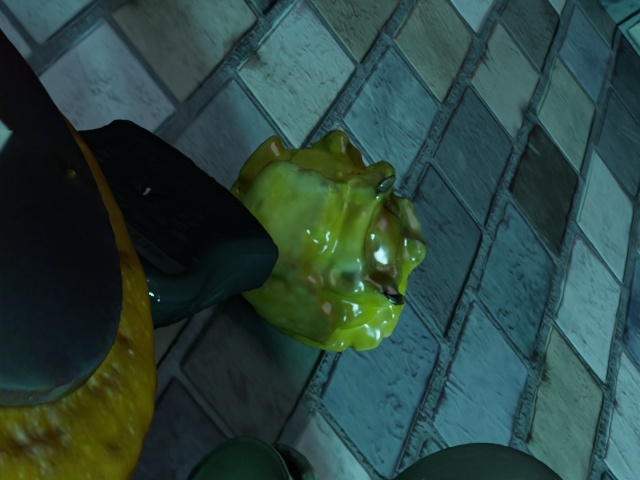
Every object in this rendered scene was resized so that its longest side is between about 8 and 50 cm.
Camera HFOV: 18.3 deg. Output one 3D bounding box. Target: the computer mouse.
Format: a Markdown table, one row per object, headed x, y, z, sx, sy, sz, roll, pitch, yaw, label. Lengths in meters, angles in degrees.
| x | y | z | sx | sy | sz | roll | pitch | yaw | label |
| --- | --- | --- | --- | --- | --- | --- | --- | --- | --- |
| -0.122 | -0.001 | 1.212 | 0.147 | 0.088 | 0.264 | 42 | 21 | 10 | computer mouse |

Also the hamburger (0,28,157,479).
| x | y | z | sx | sy | sz | roll | pitch | yaw | label |
| --- | --- | --- | --- | --- | --- | --- | --- | --- | --- |
| -0.238 | 0.019 | 0.729 | 0.330 | 0.250 | 0.330 | 44 | 22 | -23 | hamburger |

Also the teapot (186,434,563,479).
| x | y | z | sx | sy | sz | roll | pitch | yaw | label |
| --- | --- | --- | --- | --- | --- | --- | --- | --- | --- |
| 0.041 | 0.194 | 1.184 | 0.251 | 0.183 | 0.183 | 22 | 39 | -39 | teapot |

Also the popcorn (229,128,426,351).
| x | y | z | sx | sy | sz | roll | pitch | yaw | label |
| --- | --- | --- | --- | --- | --- | --- | --- | --- | --- |
| 0.000 | 0.000 | 1.406 | 0.167 | 0.152 | 0.148 | 38 | 55 | -40 | popcorn |
